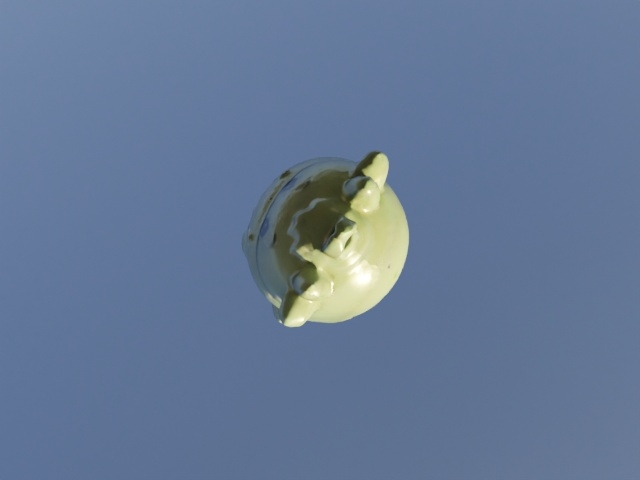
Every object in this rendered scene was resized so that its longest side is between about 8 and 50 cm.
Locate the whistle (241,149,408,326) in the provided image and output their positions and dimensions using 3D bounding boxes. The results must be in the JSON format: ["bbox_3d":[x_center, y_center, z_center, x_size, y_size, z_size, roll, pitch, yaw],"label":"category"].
[{"bbox_3d":[0.000,0.000,0.453,0.092,0.244,0.110,28,-92,-3],"label":"whistle"}]
